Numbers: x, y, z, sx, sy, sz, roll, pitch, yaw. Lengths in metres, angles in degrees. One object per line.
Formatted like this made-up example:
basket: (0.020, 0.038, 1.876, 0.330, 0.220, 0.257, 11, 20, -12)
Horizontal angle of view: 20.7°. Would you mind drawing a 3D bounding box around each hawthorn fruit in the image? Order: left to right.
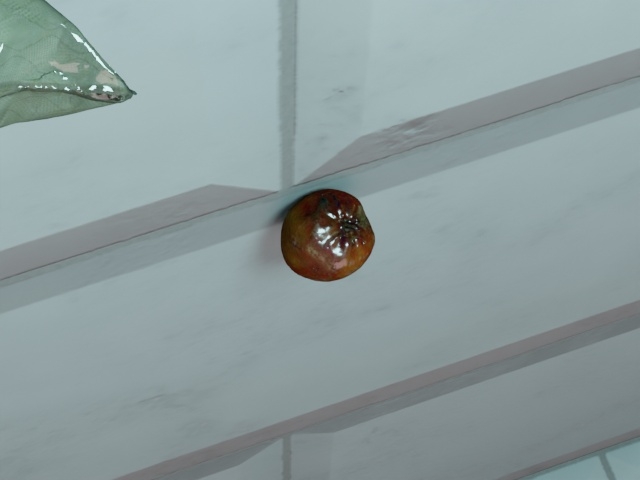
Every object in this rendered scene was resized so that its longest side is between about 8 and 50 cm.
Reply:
hawthorn fruit: (0.004, -0.002, 1.354, 0.077, 0.077, 0.077, -18, 159, -7)

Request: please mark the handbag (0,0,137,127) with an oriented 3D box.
handbag: (-0.230, -0.092, 0.788, 0.270, 0.182, 0.117, -6, 124, -38)
